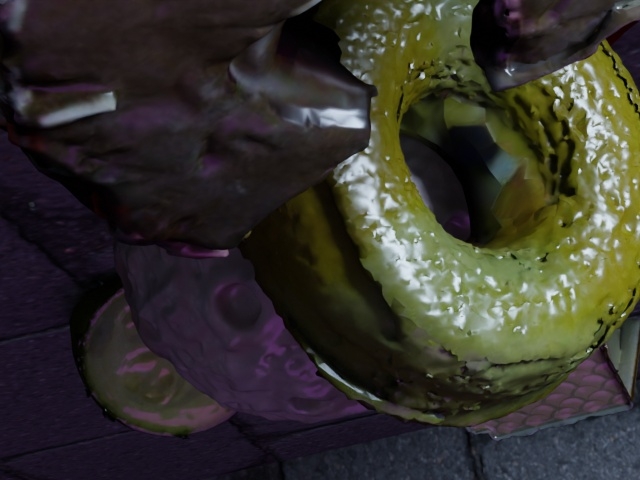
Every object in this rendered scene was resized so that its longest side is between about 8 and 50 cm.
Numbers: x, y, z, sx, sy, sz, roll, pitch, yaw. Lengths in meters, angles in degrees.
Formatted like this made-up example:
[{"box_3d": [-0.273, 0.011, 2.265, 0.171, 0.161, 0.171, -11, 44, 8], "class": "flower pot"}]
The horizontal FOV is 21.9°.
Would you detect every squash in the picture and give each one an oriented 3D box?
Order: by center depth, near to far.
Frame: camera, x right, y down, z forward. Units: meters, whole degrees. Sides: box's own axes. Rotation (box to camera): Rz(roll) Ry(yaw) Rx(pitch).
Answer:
[{"box_3d": [-0.154, 0.068, 1.609, 0.189, 0.189, 0.260, -11, -159, -5], "class": "squash"}]

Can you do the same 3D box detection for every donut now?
[{"box_3d": [-0.006, -0.137, 0.663, 0.345, 0.136, 0.259, -33, 142, 22], "class": "donut"}, {"box_3d": [0.071, -0.039, 0.884, 0.272, 0.272, 0.107, -6, 166, -24], "class": "donut"}]

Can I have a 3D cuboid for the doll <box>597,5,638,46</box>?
[{"box_3d": [0.208, -0.171, 0.896, 0.188, 0.099, 0.384, -13, 172, -2], "class": "doll"}]

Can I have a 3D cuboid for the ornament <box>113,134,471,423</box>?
[{"box_3d": [0.000, 0.000, 1.048, 0.259, 0.225, 0.259, -11, 175, -1], "class": "ornament"}]

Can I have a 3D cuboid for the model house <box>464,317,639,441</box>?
[{"box_3d": [0.162, 0.024, 1.276, 0.169, 0.244, 0.326, -15, 164, 18], "class": "model house"}]
